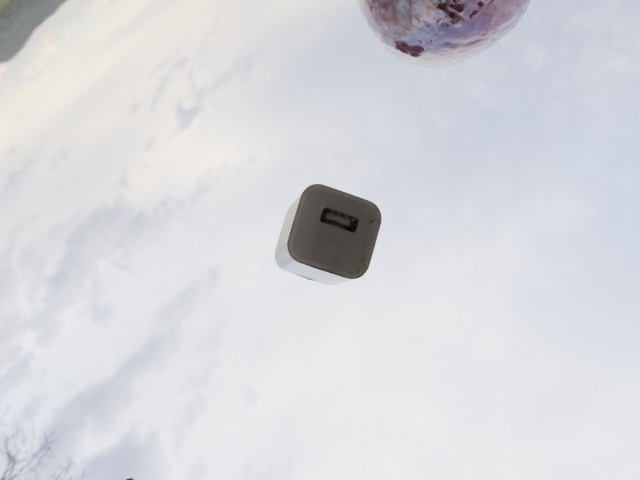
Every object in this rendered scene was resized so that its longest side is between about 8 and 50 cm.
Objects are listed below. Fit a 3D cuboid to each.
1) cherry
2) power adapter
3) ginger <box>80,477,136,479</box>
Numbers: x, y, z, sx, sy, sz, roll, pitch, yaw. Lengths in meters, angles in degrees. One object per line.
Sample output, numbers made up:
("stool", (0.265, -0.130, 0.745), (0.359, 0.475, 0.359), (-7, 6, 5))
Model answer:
("cherry", (0.118, -0.262, 0.612), (0.175, 0.250, 0.192), (-40, -105, -16))
("power adapter", (0.000, 0.000, 1.008), (0.205, 0.129, 0.125), (151, -44, -75))
("ginger", (-0.293, 0.458, 1.086), (0.075, 0.287, 0.089), (113, -16, -81))
